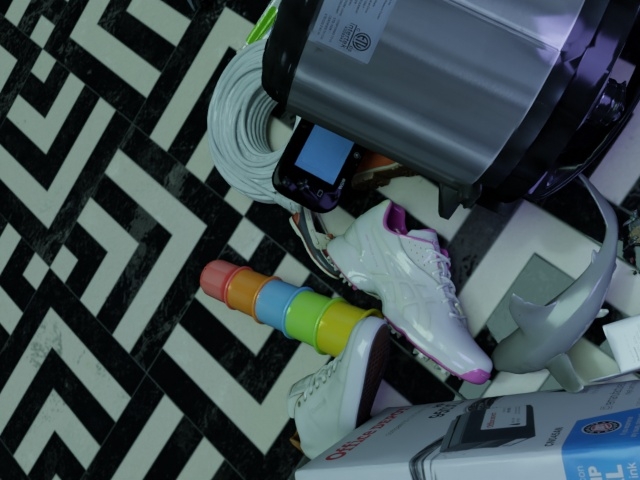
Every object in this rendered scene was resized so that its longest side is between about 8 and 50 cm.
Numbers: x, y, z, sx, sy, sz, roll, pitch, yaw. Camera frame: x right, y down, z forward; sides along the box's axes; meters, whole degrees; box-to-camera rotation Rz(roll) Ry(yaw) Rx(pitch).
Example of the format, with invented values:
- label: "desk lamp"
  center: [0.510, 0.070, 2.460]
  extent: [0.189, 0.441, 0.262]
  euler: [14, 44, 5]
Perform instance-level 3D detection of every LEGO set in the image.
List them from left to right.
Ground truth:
- label: "LEGO set"
  center: [0.408, 0.003, 0.998]
  extent: [0.054, 0.023, 0.083]
  euler: [13, 102, 33]

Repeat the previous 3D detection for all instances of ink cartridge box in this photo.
- label: "ink cartridge box"
  center: [0.213, 0.282, 0.895]
  extent: [0.395, 0.285, 0.166]
  euler: [-13, 87, 28]
- label: "ink cartridge box"
  center: [0.405, 0.114, 0.929]
  extent: [0.181, 0.104, 0.061]
  euler: [-24, 71, 25]

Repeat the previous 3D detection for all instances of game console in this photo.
- label: "game console"
  center: [0.062, -0.205, 1.133]
  extent: [0.213, 0.044, 0.361]
  euler: [27, 84, 2]

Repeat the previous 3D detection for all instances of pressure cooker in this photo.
- label: "pressure cooker"
  center: [0.179, -0.243, 0.928]
  extent: [0.420, 0.370, 0.375]
  euler: [24, 67, -1]

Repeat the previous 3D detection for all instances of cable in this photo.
- label: "cable"
  center: [-0.067, -0.187, 1.249]
  extent: [0.257, 0.089, 0.257]
  euler: [18, 98, 35]

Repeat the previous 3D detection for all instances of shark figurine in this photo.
- label: "shark figurine"
  center: [0.289, 0.065, 0.962]
  extent: [0.278, 0.116, 0.166]
  euler: [-60, 16, 14]

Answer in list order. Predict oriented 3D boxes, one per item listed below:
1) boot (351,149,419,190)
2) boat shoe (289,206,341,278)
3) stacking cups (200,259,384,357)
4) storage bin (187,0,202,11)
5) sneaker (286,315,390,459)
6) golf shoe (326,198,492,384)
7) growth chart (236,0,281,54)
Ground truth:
- label: "boot"
  center: [0.113, -0.134, 1.170]
  extent: [0.158, 0.059, 0.085]
  euler: [-13, 71, 29]
- label: "boat shoe"
  center: [0.000, 0.000, 1.219]
  extent: [0.043, 0.049, 0.137]
  euler: [-42, 59, 16]
- label: "stacking cups"
  center: [-0.059, 0.106, 1.207]
  extent: [0.316, 0.096, 0.096]
  euler: [17, 91, 31]
- label: "storage bin"
  center: [-0.219, -0.491, 1.408]
  extent: [0.091, 0.098, 0.135]
  euler: [-27, 66, -6]
- label: "sneaker"
  center: [0.011, 0.207, 1.069]
  extent: [0.123, 0.106, 0.290]
  euler: [25, 127, 16]
- label: "golf shoe"
  center: [0.139, 0.064, 1.090]
  extent: [0.140, 0.115, 0.306]
  euler: [-49, 62, 10]
- label: "growth chart"
  center: [-0.018, -0.333, 1.297]
  extent: [0.237, 0.021, 0.172]
  euler: [36, 101, 27]
